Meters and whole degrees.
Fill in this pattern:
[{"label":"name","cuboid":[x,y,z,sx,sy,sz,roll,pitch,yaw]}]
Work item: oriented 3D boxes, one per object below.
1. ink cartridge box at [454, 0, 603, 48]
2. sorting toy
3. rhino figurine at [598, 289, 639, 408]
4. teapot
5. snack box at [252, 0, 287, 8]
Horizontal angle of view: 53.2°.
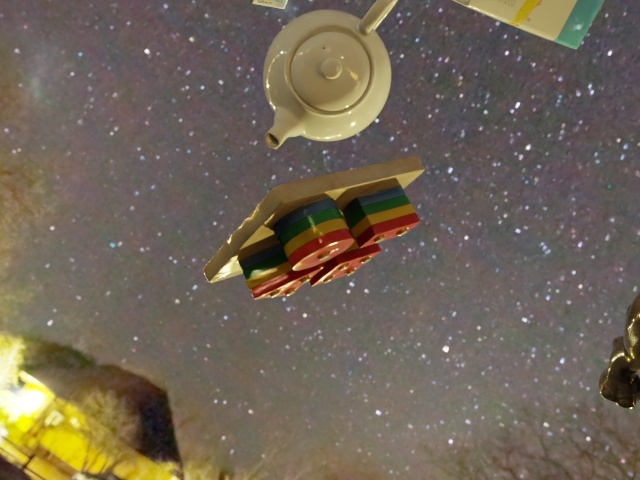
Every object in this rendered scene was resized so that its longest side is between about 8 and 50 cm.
[{"label":"ink cartridge box","cuboid":[0.344,-0.488,1.115,0.270,0.197,0.198,7,29,-29]},{"label":"sorting toy","cuboid":[0.000,0.000,0.916,0.257,0.256,0.089,-41,-110,50]},{"label":"rhino figurine","cuboid":[0.229,0.090,0.273,0.243,0.073,0.106,-133,-151,-53]},{"label":"teapot","cuboid":[0.018,-0.299,1.132,0.253,0.255,0.187,-5,7,-3]},{"label":"snack box","cuboid":[-0.068,-0.486,1.128,0.064,0.022,0.178,1,-27,-23]}]
